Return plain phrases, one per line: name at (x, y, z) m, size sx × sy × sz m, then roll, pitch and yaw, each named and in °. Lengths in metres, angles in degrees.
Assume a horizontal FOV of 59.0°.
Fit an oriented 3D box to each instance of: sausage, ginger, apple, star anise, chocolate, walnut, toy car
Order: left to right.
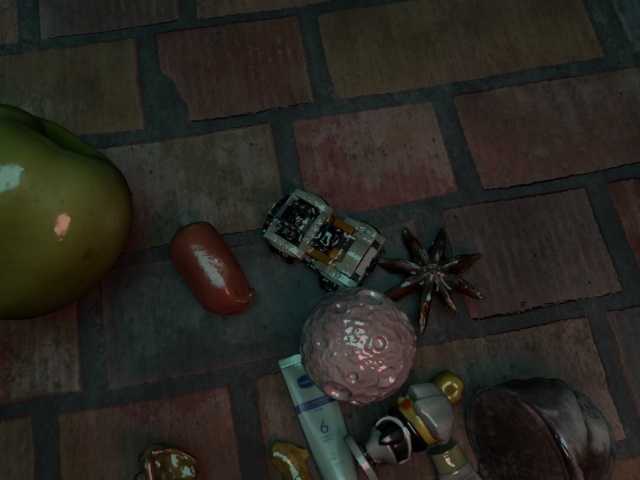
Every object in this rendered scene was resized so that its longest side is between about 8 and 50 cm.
apple at (-0.649, -0.052, 1.226) m, size 0.473 × 0.474 × 0.474 m, roll 0°, pitch 72°, yaw -1°
walnut at (-0.330, 0.559, 1.181) m, size 0.204 × 0.141 × 0.238 m, roll 33°, pitch 72°, yaw -2°
sausage at (-0.266, 0.064, 1.341) m, size 0.148 × 0.148 × 0.254 m, roll -31°, pitch 76°, yaw -10°
ginger at (-0.035, 0.573, 1.217) m, size 0.117 × 0.065 × 0.299 m, roll -19°, pitch 74°, yaw -21°
toy car at (-0.001, -0.001, 1.381) m, size 0.301 × 0.118 × 0.193 m, roll 32°, pitch 76°, yaw 12°
star anise at (0.268, 0.089, 1.367) m, size 0.288 × 0.088 × 0.288 m, roll -4°, pitch 59°, yaw 7°
apple at (0.287, 0.342, 1.294) m, size 0.083 × 0.071 × 0.084 m, roll 0°, pitch 72°, yaw 0°
chocolate at (0.482, 0.416, 1.189) m, size 0.212 × 0.303 × 0.303 m, roll -15°, pitch 72°, yaw -24°

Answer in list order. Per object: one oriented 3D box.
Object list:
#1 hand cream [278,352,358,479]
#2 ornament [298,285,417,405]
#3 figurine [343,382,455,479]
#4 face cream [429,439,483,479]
hand cream at (0.002, 0.408, 1.288) m, size 0.109 × 0.067 × 0.321 m, roll -18°, pitch 66°, yaw -6°
ornament at (0.078, 0.235, 1.229) m, size 0.259 × 0.259 × 0.225 m, roll 25°, pitch 49°, yaw 7°
figurine at (0.179, 0.412, 1.214) m, size 0.236 × 0.176 × 0.133 m, roll -33°, pitch 63°, yaw -8°
face cream at (0.320, 0.557, 1.236) m, size 0.114 × 0.070 × 0.224 m, roll -24°, pitch 83°, yaw -8°
